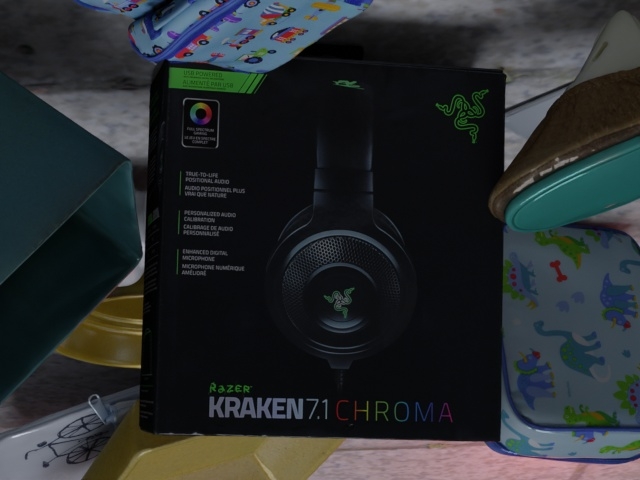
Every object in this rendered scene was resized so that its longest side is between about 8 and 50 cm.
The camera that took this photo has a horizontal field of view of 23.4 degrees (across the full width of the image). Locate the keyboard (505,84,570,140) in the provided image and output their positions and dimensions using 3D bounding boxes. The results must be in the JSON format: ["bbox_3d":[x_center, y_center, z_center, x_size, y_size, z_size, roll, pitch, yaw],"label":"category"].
[{"bbox_3d":[0.257,-0.124,1.180,0.256,0.014,0.072,-21,145,35],"label":"keyboard"}]

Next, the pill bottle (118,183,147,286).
[{"bbox_3d":[-0.198,-0.005,1.288,0.169,0.094,0.094,-5,156,6],"label":"pill bottle"}]

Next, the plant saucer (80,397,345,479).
[{"bbox_3d":[-0.123,0.232,1.722,0.332,0.081,0.333,-11,154,-34],"label":"plant saucer"}]

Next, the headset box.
[{"bbox_3d":[0.000,0.000,1.112,0.246,0.283,0.131,3,174,-12],"label":"headset box"}]

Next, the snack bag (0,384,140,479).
[{"bbox_3d":[-0.232,0.237,1.778,0.342,0.037,0.323,-18,159,-13],"label":"snack bag"}]

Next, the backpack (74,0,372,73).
[{"bbox_3d":[-0.073,-0.172,0.868,0.173,0.117,0.158,5,158,-45],"label":"backpack"}]

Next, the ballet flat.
[{"bbox_3d":[0.266,-0.114,1.049,0.342,0.124,0.116,-21,158,12],"label":"ballet flat"}]

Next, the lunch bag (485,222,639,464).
[{"bbox_3d":[0.217,0.090,1.399,0.176,0.219,0.090,2,149,-16],"label":"lunch bag"}]

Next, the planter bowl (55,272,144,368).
[{"bbox_3d":[-0.147,0.045,1.410,0.217,0.090,0.217,-3,159,-1],"label":"planter bowl"}]

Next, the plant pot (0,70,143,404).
[{"bbox_3d":[-0.266,-0.032,1.047,0.234,0.166,0.165,38,159,13],"label":"plant pot"}]
